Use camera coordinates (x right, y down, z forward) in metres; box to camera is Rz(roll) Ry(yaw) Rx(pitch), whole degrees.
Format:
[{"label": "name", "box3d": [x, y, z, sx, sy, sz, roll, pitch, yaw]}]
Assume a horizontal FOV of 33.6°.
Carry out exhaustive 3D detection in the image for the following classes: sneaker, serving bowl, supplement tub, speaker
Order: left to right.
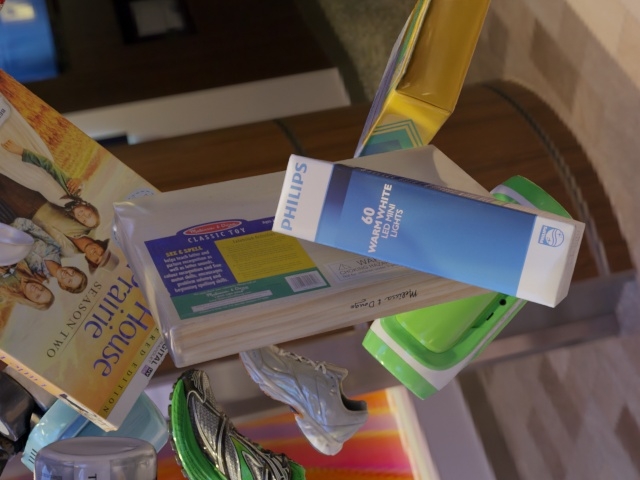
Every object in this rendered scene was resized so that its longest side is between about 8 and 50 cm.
[{"label": "serving bowl", "box3d": [-0.270, 0.002, 0.835, 0.083, 0.083, 0.027, -139, 65, -71]}, {"label": "supplement tub", "box3d": [-0.214, 0.289, 1.011, 0.117, 0.117, 0.190, 180, 91, -78]}, {"label": "sneaker", "box3d": [-0.101, 0.326, 1.493, 0.343, 0.146, 0.134, 58, 180, 17]}, {"label": "sneaker", "box3d": [-0.023, 0.224, 1.760, 0.262, 0.121, 0.099, 47, -164, -5]}, {"label": "speaker", "box3d": [0.192, 0.060, 1.364, 0.131, 0.296, 0.131, 42, 179, 1]}]

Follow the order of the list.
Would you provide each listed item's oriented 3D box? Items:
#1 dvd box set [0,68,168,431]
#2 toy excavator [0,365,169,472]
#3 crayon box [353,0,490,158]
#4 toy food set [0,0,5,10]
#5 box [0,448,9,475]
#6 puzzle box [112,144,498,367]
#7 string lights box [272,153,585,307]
[{"label": "dvd box set", "box3d": [-0.359, 0.009, 1.387, 0.420, 0.307, 0.062, 39, 155, -17]}, {"label": "toy excavator", "box3d": [-0.330, 0.353, 1.689, 0.445, 0.222, 0.433, 43, 152, 3]}, {"label": "crayon box", "box3d": [0.140, -0.231, 1.418, 0.323, 0.083, 0.203, 120, 170, -74]}, {"label": "toy food set", "box3d": [-0.295, -0.208, 0.851, 0.020, 0.083, 0.082, -100, -10, -60]}, {"label": "box", "box3d": [-0.447, 0.257, 0.820, 0.183, 0.296, 0.294, 121, 168, -77]}, {"label": "puzzle box", "box3d": [0.000, 0.000, 1.158, 0.272, 0.409, 0.052, -127, 31, -54]}, {"label": "string lights box", "box3d": [0.103, -0.013, 0.976, 0.133, 0.260, 0.076, -3, -73, -72]}]
